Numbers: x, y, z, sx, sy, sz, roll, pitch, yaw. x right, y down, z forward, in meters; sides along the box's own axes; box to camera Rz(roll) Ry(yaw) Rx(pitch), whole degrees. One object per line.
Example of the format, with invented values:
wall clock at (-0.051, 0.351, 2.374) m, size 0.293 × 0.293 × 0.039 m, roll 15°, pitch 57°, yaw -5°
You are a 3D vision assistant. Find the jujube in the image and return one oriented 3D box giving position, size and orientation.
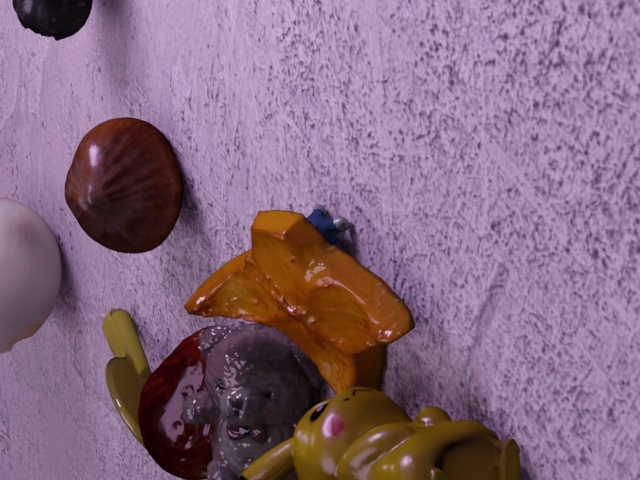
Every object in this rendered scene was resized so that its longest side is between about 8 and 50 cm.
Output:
jujube at (-0.184, 0.249, 1.905) m, size 0.190 × 0.190 × 0.255 m, roll 49°, pitch 126°, yaw 31°

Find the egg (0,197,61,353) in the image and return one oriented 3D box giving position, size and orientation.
egg at (-0.651, 0.060, 2.422) m, size 0.283 × 0.283 × 0.345 m, roll 55°, pitch 133°, yaw 25°

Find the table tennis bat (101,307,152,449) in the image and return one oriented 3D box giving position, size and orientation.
table tennis bat at (-0.310, 0.253, 2.119) m, size 0.224 × 0.054 × 0.369 m, roll 42°, pitch -167°, yaw -46°

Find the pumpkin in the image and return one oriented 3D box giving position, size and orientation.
pumpkin at (-0.025, 0.078, 1.536) m, size 0.290 × 0.095 × 0.258 m, roll 34°, pitch 144°, yaw 11°

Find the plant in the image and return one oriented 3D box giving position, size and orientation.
plant at (-0.390, -0.428, 1.840) m, size 0.142 × 0.164 × 0.256 m, roll 43°, pitch 125°, yaw 32°

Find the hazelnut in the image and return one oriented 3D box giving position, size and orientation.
hazelnut at (-0.311, -0.081, 1.875) m, size 0.186 × 0.210 × 0.210 m, roll 3°, pitch 110°, yaw 53°

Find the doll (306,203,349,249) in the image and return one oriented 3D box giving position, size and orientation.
doll at (0.000, 0.000, 1.566) m, size 0.076 × 0.050 × 0.083 m, roll 37°, pitch 138°, yaw 49°

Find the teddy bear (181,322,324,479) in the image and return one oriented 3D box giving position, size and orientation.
teddy bear at (-0.083, 0.247, 1.747) m, size 0.236 × 0.151 × 0.267 m, roll 11°, pitch 128°, yaw 14°

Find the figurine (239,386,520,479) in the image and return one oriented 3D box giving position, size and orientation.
figurine at (0.083, 0.269, 1.461) m, size 0.327 × 0.218 × 0.169 m, roll 18°, pitch 110°, yaw 46°
